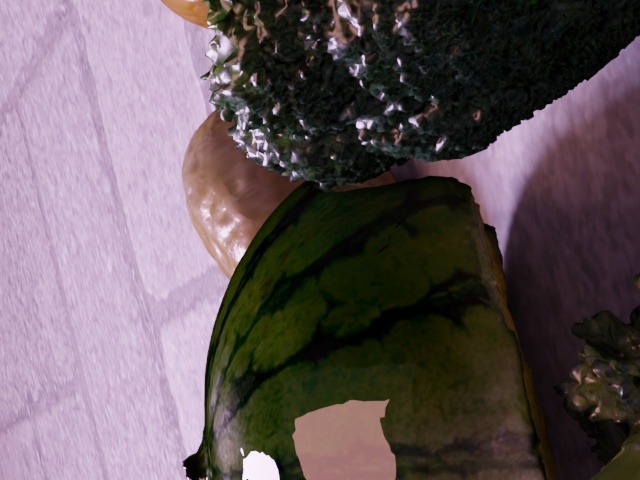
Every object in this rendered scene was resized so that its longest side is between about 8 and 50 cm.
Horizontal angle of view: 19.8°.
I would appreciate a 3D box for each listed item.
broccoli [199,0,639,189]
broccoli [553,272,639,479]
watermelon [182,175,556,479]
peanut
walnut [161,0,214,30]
[{"bbox_3d":[0.024,-0.176,0.797,0.298,0.297,0.297,-57,6,9],"label":"broccoli"},{"bbox_3d":[0.158,0.094,0.784,0.154,0.160,0.167,40,132,15],"label":"broccoli"},{"bbox_3d":[0.034,0.116,0.938,0.331,0.189,0.331,-11,-90,-80],"label":"watermelon"},{"bbox_3d":[0.000,0.000,1.165,0.224,0.129,0.129,54,149,30],"label":"peanut"},{"bbox_3d":[-0.056,-0.209,1.178,0.180,0.144,0.144,55,149,40],"label":"walnut"}]
